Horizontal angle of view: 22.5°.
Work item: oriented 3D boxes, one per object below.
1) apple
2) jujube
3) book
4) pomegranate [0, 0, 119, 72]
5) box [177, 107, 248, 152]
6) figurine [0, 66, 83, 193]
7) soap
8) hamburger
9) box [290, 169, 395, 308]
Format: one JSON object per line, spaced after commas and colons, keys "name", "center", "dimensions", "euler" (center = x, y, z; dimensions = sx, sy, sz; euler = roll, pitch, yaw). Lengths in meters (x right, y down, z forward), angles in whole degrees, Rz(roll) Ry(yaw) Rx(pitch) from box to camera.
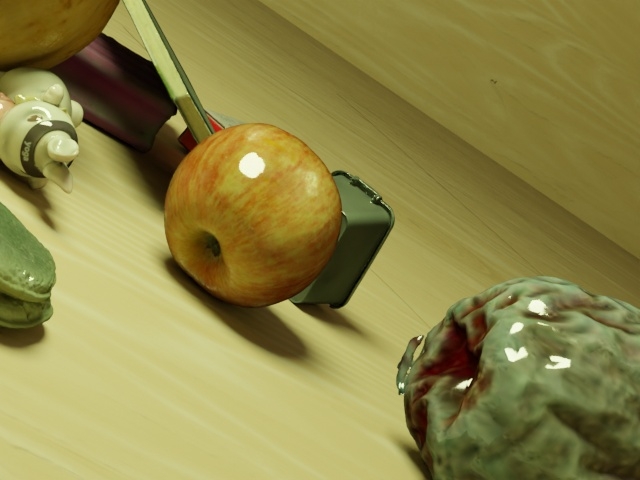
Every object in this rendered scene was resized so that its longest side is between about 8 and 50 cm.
{"name": "apple", "center": [-0.056, -0.017, 1.290], "dimensions": [0.146, 0.146, 0.131], "euler": [39, 39, 12]}
{"name": "jujube", "center": [0.219, 0.154, 1.263], "dimensions": [0.317, 0.226, 0.226], "euler": [27, 13, -17]}
{"name": "book", "center": [-0.135, -0.148, 1.544], "dimensions": [0.322, 0.018, 0.228], "euler": [61, -1, 46]}
{"name": "pomegranate", "center": [-0.280, -0.276, 1.304], "dimensions": [0.307, 0.307, 0.307], "euler": [35, 11, -8]}
{"name": "box", "center": [-0.054, -0.078, 1.778], "dimensions": [0.123, 0.050, 0.229], "euler": [42, 12, 20]}
{"name": "figurine", "center": [-0.231, -0.076, 1.225], "dimensions": [0.098, 0.081, 0.146], "euler": [-9, 26, -4]}
{"name": "soap", "center": [-0.242, -0.174, 1.555], "dimensions": [0.203, 0.065, 0.122], "euler": [32, 14, -28]}
{"name": "hamburger", "center": [-0.206, 0.010, 0.954], "dimensions": [0.121, 0.054, 0.084], "euler": [42, 8, -12]}
{"name": "box", "center": [0.000, 0.000, 1.458], "dimensions": [0.084, 0.122, 0.069], "euler": [40, 23, 27]}
